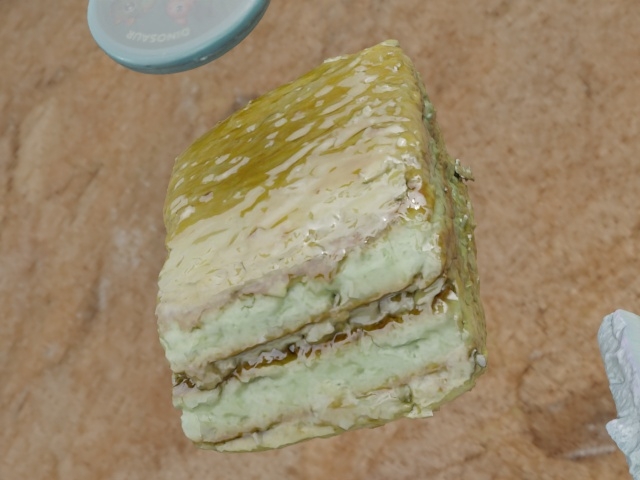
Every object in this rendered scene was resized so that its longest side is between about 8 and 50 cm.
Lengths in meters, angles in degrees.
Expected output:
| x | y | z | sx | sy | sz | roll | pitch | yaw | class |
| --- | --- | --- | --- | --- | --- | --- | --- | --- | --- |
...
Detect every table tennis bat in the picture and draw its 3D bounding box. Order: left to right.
| x | y | z | sx | sy | sz | roll | pitch | yaw | class |
| --- | --- | --- | --- | --- | --- | --- | --- | --- | --- |
| -0.080 | -0.189 | 0.823 | 0.124 | 0.033 | 0.201 | 2 | 61 | 20 | table tennis bat |

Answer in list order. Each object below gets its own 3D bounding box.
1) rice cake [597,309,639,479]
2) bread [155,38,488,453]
| x | y | z | sx | sy | sz | roll | pitch | yaw | class |
| --- | --- | --- | --- | --- | --- | --- | --- | --- | --- |
| 0.182 | 0.094 | 0.727 | 0.180 | 0.042 | 0.030 | -82 | 14 | -62 | rice cake |
| 0.000 | 0.000 | 0.568 | 0.138 | 0.102 | 0.196 | -25 | 23 | 16 | bread |
